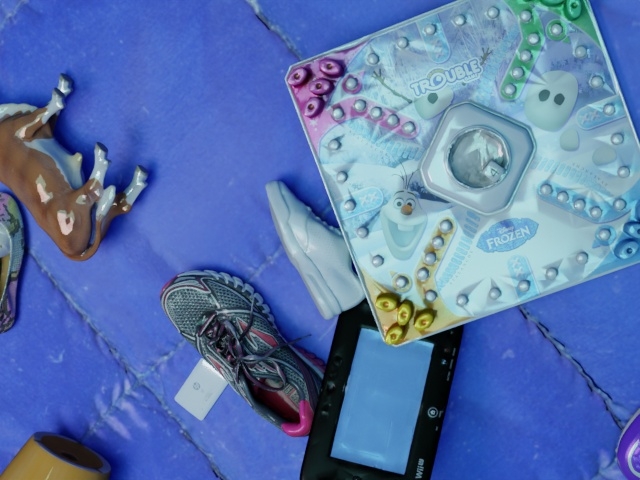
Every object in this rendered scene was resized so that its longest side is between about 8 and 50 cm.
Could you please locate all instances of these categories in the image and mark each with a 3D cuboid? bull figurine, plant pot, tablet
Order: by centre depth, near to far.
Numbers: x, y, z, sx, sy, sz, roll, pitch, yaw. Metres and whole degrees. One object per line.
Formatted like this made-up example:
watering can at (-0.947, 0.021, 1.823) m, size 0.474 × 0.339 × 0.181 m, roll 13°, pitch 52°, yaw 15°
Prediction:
bull figurine at (-0.395, -0.119, 1.609) m, size 0.188 × 0.101 × 0.310 m, roll -43°, pitch 86°, yaw 18°
tablet at (-0.174, 0.218, 1.656) m, size 0.054 × 0.006 × 0.083 m, roll 37°, pitch 108°, yaw 8°
plant pot at (-0.409, 0.395, 1.674) m, size 0.205 × 0.205 × 0.188 m, roll 26°, pitch 91°, yaw 11°

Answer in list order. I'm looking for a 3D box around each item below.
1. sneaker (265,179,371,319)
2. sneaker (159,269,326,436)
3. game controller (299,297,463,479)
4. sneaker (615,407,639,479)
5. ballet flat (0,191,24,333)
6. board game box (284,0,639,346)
sneaker at (0.000, 0.000, 1.523) m, size 0.094 × 0.080 × 0.212 m, roll -26°, pitch 71°, yaw -7°
sneaker at (-0.101, 0.151, 1.565) m, size 0.299 × 0.112 × 0.121 m, roll 38°, pitch 109°, yaw 8°
game controller at (0.082, 0.212, 1.489) m, size 0.167 × 0.067 × 0.319 m, roll 11°, pitch 79°, yaw 16°
sneaker at (0.491, 0.224, 1.378) m, size 0.293 × 0.146 × 0.102 m, roll -32°, pitch 90°, yaw 19°
ballet flat at (-0.489, 0.041, 1.680) m, size 0.077 × 0.079 × 0.221 m, roll 12°, pitch 103°, yaw 16°
board game box at (0.197, -0.102, 1.416) m, size 0.390 × 0.050 × 0.389 m, roll -20°, pitch 94°, yaw 8°
